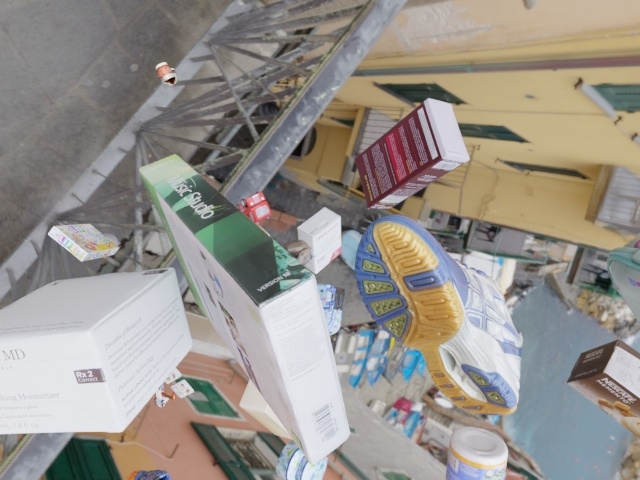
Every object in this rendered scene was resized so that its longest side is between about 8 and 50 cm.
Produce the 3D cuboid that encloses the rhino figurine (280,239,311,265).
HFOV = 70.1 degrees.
[{"bbox_3d":[-0.088,0.045,1.183,0.106,0.243,0.073,-22,90,-15],"label":"rhino figurine"}]

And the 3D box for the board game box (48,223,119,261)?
[{"bbox_3d":[-0.588,0.002,1.144,0.103,0.154,0.026,39,95,-1],"label":"board game box"}]

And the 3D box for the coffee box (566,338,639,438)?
[{"bbox_3d":[0.700,0.344,0.995,0.098,0.246,0.141,-46,167,-25],"label":"coffee box"}]

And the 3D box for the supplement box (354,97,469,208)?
[{"bbox_3d":[0.181,-0.170,0.957,0.073,0.239,0.130,0,70,-36],"label":"supplement box"}]

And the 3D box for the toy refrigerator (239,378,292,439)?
[{"bbox_3d":[-0.135,0.496,1.357,0.269,0.094,0.102,64,39,-48],"label":"toy refrigerator"}]

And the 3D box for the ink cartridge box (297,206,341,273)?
[{"bbox_3d":[0.000,0.000,1.456,0.127,0.072,0.175,-38,146,-27],"label":"ink cartridge box"}]

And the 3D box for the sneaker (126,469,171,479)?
[{"bbox_3d":[-0.354,0.547,0.913,0.087,0.221,0.083,-17,117,-3],"label":"sneaker"}]

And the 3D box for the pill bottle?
[{"bbox_3d":[0.423,0.676,1.263,0.152,0.152,0.272,-6,104,-37],"label":"pill bottle"}]

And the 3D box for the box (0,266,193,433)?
[{"bbox_3d":[-0.278,0.122,0.538,0.182,0.181,0.119,-61,143,-71],"label":"box"}]

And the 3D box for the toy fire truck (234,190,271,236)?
[{"bbox_3d":[-0.154,-0.032,1.087,0.047,0.192,0.135,-31,95,-25],"label":"toy fire truck"}]

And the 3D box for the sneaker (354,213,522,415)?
[{"bbox_3d":[0.147,0.071,0.538,0.296,0.112,0.131,54,49,-25],"label":"sneaker"}]

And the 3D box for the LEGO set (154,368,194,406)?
[{"bbox_3d":[-0.530,0.451,1.492,0.182,0.244,0.060,52,31,-9],"label":"LEGO set"}]

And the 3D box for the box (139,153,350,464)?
[{"bbox_3d":[-0.094,0.059,0.513,0.058,0.322,0.232,-29,131,-23],"label":"box"}]

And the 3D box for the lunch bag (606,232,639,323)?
[{"bbox_3d":[0.370,0.091,0.336,0.108,0.279,0.224,-36,103,5],"label":"lunch bag"}]

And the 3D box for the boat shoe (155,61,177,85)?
[{"bbox_3d":[-0.415,-0.447,1.247,0.049,0.137,0.043,-32,100,-3],"label":"boat shoe"}]

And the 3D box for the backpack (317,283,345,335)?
[{"bbox_3d":[-0.003,0.243,1.597,0.117,0.158,0.173,23,71,-59],"label":"backpack"}]

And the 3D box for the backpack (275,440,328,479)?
[{"bbox_3d":[-0.044,0.554,1.130,0.114,0.084,0.105,31,75,-36],"label":"backpack"}]
